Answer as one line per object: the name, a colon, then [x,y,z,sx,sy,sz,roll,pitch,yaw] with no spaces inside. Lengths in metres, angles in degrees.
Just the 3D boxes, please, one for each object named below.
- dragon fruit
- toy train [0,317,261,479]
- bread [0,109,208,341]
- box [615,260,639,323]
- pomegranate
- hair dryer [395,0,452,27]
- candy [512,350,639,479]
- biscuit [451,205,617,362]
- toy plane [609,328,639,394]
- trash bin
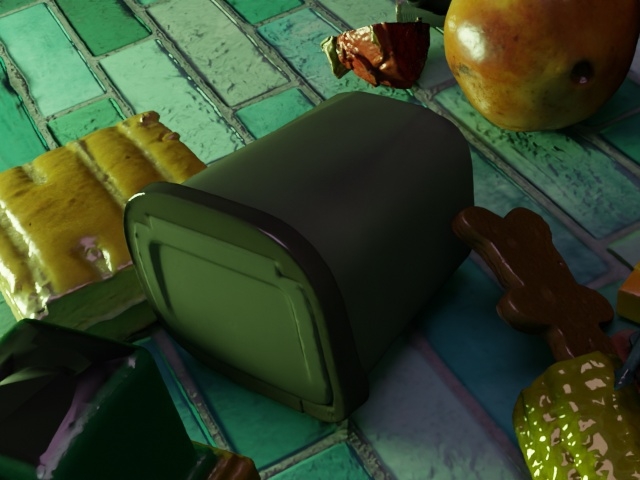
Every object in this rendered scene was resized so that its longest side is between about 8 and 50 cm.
dragon fruit: [0.065,-0.214,1.308,0.106,0.083,0.162,-6,12,24]
toy train: [-0.234,0.167,0.807,0.429,0.249,0.178,11,46,26]
bread: [-0.212,-0.006,1.112,0.239,0.111,0.246,-27,42,-15]
box: [0.397,-0.001,0.993,0.152,0.043,0.269,22,50,35]
pomegranate: [0.233,-0.220,1.168,0.209,0.209,0.209,-8,40,7]
hair dryer: [0.158,-0.282,1.311,0.173,0.050,0.195,3,5,18]
candy: [0.208,0.180,0.798,0.106,0.094,0.198,-9,46,-3]
biscuit: [0.193,0.053,0.947,0.138,0.031,0.205,-1,47,-43]
toy plane: [0.276,0.144,0.733,0.223,0.104,0.326,28,32,18]
trash bin: [0.000,0.000,0.974,0.220,0.219,0.250,20,44,32]
